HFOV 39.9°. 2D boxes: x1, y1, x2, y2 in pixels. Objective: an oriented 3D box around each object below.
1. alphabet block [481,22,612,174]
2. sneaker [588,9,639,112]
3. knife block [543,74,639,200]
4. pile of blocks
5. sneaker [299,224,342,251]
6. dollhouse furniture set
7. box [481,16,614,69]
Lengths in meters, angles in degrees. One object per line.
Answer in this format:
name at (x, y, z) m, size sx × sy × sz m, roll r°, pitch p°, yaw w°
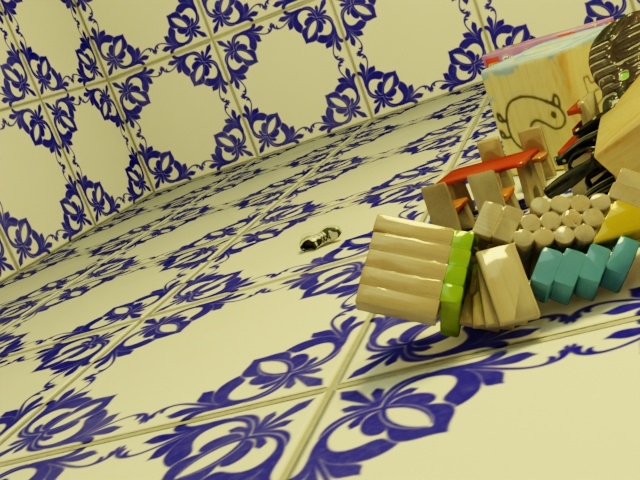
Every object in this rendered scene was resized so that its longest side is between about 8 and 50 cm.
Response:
alphabet block at (0.426, -0.243, 1.519) m, size 0.193 × 0.197 × 0.192 m, roll -27°, pitch 13°, yaw -30°
sneaker at (0.478, -0.205, 1.305) m, size 0.106 × 0.162 × 0.281 m, roll -20°, pitch 38°, yaw 35°
knife block at (0.390, -0.111, 1.049) m, size 0.242 × 0.088 × 0.276 m, roll -52°, pitch 11°, yaw -1°
pile of blocks at (0.216, 0.035, 0.925) m, size 0.362 × 0.149 × 0.112 m, roll -11°, pitch -31°, yaw 2°
sneaker at (0.000, 0.000, 1.575) m, size 0.083 × 0.032 × 0.037 m, roll -21°, pitch 24°, yaw 25°
dollhouse furniture set at (0.300, -0.120, 1.330) m, size 0.259 × 0.135 × 0.262 m, roll -13°, pitch 14°, yaw 34°
box at (0.456, -0.294, 1.689) m, size 0.057 × 0.201 × 0.293 m, roll -28°, pitch 14°, yaw -30°
